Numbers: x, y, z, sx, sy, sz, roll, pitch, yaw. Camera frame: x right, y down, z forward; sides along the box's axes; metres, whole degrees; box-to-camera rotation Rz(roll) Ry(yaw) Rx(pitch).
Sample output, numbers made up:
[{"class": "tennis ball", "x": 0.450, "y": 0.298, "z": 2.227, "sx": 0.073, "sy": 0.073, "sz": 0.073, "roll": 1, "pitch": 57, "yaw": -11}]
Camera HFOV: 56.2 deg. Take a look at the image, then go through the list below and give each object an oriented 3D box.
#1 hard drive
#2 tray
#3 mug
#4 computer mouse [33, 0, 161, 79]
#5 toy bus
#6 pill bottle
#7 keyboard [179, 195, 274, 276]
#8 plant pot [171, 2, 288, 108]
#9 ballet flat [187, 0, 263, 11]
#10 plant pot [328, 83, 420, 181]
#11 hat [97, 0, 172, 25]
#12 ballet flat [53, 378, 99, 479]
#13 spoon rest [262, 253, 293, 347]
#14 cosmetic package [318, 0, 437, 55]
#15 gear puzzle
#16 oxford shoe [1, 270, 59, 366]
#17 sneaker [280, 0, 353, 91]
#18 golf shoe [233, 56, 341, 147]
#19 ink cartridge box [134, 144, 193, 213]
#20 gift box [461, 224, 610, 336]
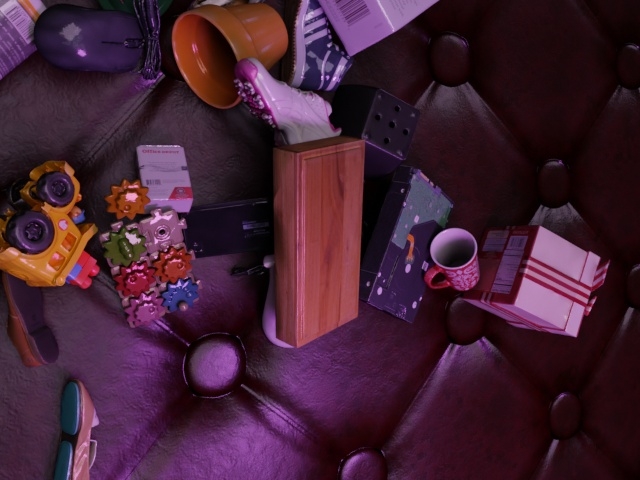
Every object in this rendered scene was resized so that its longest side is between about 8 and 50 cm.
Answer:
[{"class": "hard drive", "x": 0.209, "y": 0.014, "z": 1.477, "sx": 0.237, "sy": 0.064, "sz": 0.339, "roll": 29, "pitch": 79, "yaw": -50}, {"class": "tray", "x": 0.000, "y": 0.000, "z": 1.258, "sx": 0.203, "sy": 0.076, "sz": 0.411, "roll": -20, "pitch": 118, "yaw": -44}, {"class": "mug", "x": 0.336, "y": 0.061, "z": 1.537, "sx": 0.150, "sy": 0.169, "sz": 0.113, "roll": -18, "pitch": 59, "yaw": 13}, {"class": "computer mouse", "x": -0.404, "y": -0.390, "z": 1.144, "sx": 0.272, "sy": 0.072, "sz": 0.188, "roll": -25, "pitch": 127, "yaw": -48}, {"class": "toy bus", "x": -0.508, "y": -0.012, "z": 1.150, "sx": 0.211, "sy": 0.149, "sz": 0.220, "roll": 46, "pitch": 52, "yaw": -39}, {"class": "pill bottle", "x": -0.633, "y": -0.355, "z": 1.070, "sx": 0.278, "sy": 0.162, "sz": 0.162, "roll": -48, "pitch": 109, "yaw": -16}, {"class": "keyboard", "x": -0.141, "y": -0.003, "z": 1.334, "sx": 0.317, "sy": 0.033, "sz": 0.201, "roll": -7, "pitch": 117, "yaw": -7}, {"class": "plant pot", "x": -0.177, "y": -0.414, "z": 1.275, "sx": 0.188, "sy": 0.205, "sz": 0.205, "roll": -42, "pitch": 108, "yaw": -35}, {"class": "ballet flat", "x": -0.192, "y": -0.533, "z": 1.315, "sx": 0.221, "sy": 0.079, "sz": 0.077, "roll": -34, "pitch": 102, "yaw": -21}, {"class": "plant pot", "x": 0.128, "y": -0.262, "z": 1.424, "sx": 0.188, "sy": 0.167, "sz": 0.187, "roll": 23, "pitch": 83, "yaw": -25}, {"class": "hat", "x": -0.423, "y": -0.576, "z": 1.233, "sx": 0.173, "sy": 0.183, "sz": 0.208, "roll": -40, "pitch": 151, "yaw": -4}, {"class": "ballet flat", "x": -0.490, "y": 0.393, "z": 1.218, "sx": 0.073, "sy": 0.080, "sz": 0.232, "roll": 8, "pitch": 91, "yaw": -53}, {"class": "spoon rest", "x": -0.076, "y": 0.135, "z": 1.358, "sx": 0.137, "sy": 0.084, "sz": 0.276, "roll": -12, "pitch": 124, "yaw": -4}, {"class": "cosmetic package", "x": 0.190, "y": -0.645, "z": 1.393, "sx": 0.453, "sy": 0.161, "sz": 0.230, "roll": -43, "pitch": 109, "yaw": -31}, {"class": "gear puzzle", "x": -0.341, "y": 0.026, "z": 1.206, "sx": 0.175, "sy": 0.044, "sz": 0.339, "roll": -22, "pitch": 126, "yaw": -23}, {"class": "oxford shoe", "x": -0.584, "y": 0.146, "z": 1.162, "sx": 0.076, "sy": 0.076, "sz": 0.212, "roll": -18, "pitch": 88, "yaw": 17}, {"class": "sneaker", "x": -0.001, "y": -0.485, "z": 1.395, "sx": 0.153, "sy": 0.099, "sz": 0.282, "roll": 6, "pitch": 90, "yaw": -26}, {"class": "golf shoe", "x": -0.061, "y": -0.271, "z": 1.219, "sx": 0.140, "sy": 0.115, "sz": 0.306, "roll": -46, "pitch": 139, "yaw": -6}, {"class": "ink cartridge box", "x": -0.327, "y": -0.127, "z": 1.245, "sx": 0.099, "sy": 0.056, "sz": 0.135, "roll": -3, "pitch": 62, "yaw": -24}, {"class": "gift box", "x": 0.580, "y": 0.093, "z": 1.597, "sx": 0.258, "sy": 0.255, "sz": 0.276, "roll": 26, "pitch": 84, "yaw": -21}]
